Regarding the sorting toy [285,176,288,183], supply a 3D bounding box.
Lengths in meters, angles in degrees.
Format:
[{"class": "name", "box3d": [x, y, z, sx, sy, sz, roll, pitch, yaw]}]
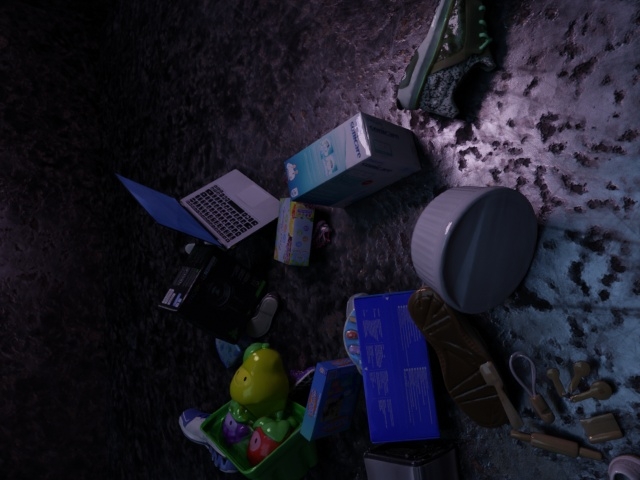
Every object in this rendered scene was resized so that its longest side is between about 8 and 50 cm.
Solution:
[{"class": "sorting toy", "box3d": [-0.068, -0.197, 1.541, 0.102, 0.042, 0.061, 37, 129, 28]}]

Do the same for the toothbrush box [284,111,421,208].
[{"class": "toothbrush box", "box3d": [0.082, -0.202, 1.258, 0.296, 0.217, 0.126, -25, 70, 40]}]

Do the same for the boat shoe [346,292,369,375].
[{"class": "boat shoe", "box3d": [0.116, 0.260, 1.298, 0.081, 0.080, 0.227, 158, 108, -68]}]

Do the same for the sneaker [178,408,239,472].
[{"class": "sneaker", "box3d": [-0.376, 0.684, 1.732, 0.316, 0.128, 0.182, 23, 100, 37]}]

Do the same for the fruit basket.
[{"class": "fruit basket", "box3d": [-0.194, 0.512, 1.399, 0.392, 0.283, 0.391, 37, 144, 32]}]

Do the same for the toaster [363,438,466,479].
[{"class": "toaster", "box3d": [0.224, 0.533, 1.094, 0.186, 0.168, 0.110, -16, 78, 45]}]

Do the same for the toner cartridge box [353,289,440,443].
[{"class": "toner cartridge box", "box3d": [0.183, 0.302, 1.147, 0.166, 0.075, 0.347, -7, 83, 6]}]

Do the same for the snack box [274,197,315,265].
[{"class": "snack box", "box3d": [-0.085, -0.031, 1.479, 0.174, 0.070, 0.206, -168, 85, -69]}]

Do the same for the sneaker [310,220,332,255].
[{"class": "sneaker", "box3d": [0.000, 0.000, 1.452, 0.057, 0.047, 0.119, 34, 112, 29]}]

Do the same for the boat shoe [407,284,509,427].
[{"class": "boat shoe", "box3d": [0.324, 0.249, 1.056, 0.122, 0.110, 0.340, -30, 83, 28]}]

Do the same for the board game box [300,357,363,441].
[{"class": "board game box", "box3d": [0.038, 0.433, 1.293, 0.047, 0.160, 0.210, 22, 102, 45]}]

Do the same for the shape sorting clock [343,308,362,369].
[{"class": "shape sorting clock", "box3d": [0.160, 0.249, 1.216, 0.207, 0.040, 0.205, -2, 82, 11]}]

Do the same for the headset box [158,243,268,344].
[{"class": "headset box", "box3d": [-0.348, 0.186, 1.584, 0.131, 0.283, 0.246, 4, 59, 45]}]

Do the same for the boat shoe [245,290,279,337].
[{"class": "boat shoe", "box3d": [-0.197, 0.259, 1.631, 0.206, 0.075, 0.065, -58, 7, 32]}]

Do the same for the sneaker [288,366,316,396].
[{"class": "sneaker", "box3d": [-0.071, 0.433, 1.472, 0.170, 0.068, 0.071, -42, 53, 36]}]

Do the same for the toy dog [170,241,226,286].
[{"class": "toy dog", "box3d": [-0.484, 0.102, 1.846, 0.220, 0.161, 0.333, 25, 105, 43]}]

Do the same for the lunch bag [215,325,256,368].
[{"class": "lunch bag", "box3d": [-0.318, 0.365, 1.705, 0.151, 0.096, 0.128, 52, 122, 23]}]

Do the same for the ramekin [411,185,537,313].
[{"class": "ramekin", "box3d": [0.312, 0.008, 0.983, 0.127, 0.273, 0.272, 31, 109, 55]}]

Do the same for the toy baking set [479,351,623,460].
[{"class": "toy baking set", "box3d": [0.453, 0.325, 0.933, 0.257, 0.030, 0.196, 1, 92, 28]}]

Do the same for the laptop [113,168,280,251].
[{"class": "laptop", "box3d": [-0.389, -0.158, 1.561, 0.382, 0.408, 0.236, 38, 153, 40]}]

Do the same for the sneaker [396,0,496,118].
[{"class": "sneaker", "box3d": [0.345, -0.472, 1.105, 0.182, 0.158, 0.409, 29, 108, 10]}]

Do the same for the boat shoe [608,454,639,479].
[{"class": "boat shoe", "box3d": [0.568, 0.520, 0.792, 0.098, 0.096, 0.276, -38, 62, 36]}]
